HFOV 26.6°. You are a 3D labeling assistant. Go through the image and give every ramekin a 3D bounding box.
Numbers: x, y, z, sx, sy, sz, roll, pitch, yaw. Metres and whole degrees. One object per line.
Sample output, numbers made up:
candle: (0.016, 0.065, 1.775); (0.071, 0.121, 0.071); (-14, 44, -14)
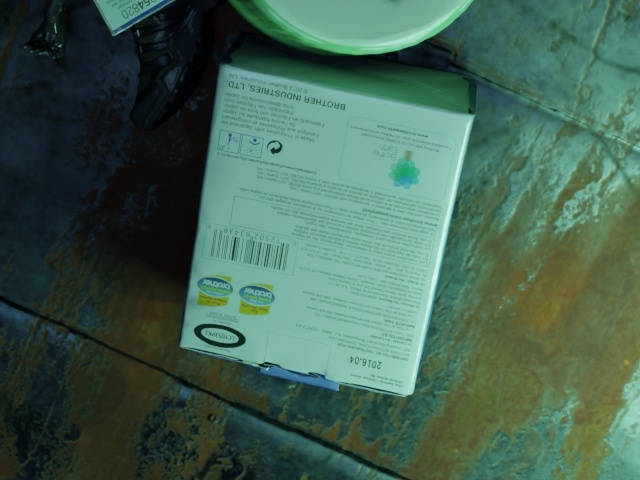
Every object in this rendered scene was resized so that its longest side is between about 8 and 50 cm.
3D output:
ramekin: (0.033, -0.321, 1.302); (0.303, 0.148, 0.304); (-2, 105, -8)

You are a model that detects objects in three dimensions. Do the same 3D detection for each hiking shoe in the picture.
hiking shoe: (-0.173, -0.233, 1.458); (0.114, 0.086, 0.227); (25, 104, 6)

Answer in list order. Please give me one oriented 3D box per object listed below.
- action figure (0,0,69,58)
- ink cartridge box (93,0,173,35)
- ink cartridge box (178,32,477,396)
action figure: (-0.275, -0.324, 1.397); (0.164, 0.141, 0.276); (18, 114, -11)
ink cartridge box: (-0.185, -0.349, 1.348); (0.045, 0.223, 0.224); (0, 122, 57)
ink cartridge box: (0.000, 0.000, 1.479); (0.270, 0.151, 0.396); (12, 111, 4)
